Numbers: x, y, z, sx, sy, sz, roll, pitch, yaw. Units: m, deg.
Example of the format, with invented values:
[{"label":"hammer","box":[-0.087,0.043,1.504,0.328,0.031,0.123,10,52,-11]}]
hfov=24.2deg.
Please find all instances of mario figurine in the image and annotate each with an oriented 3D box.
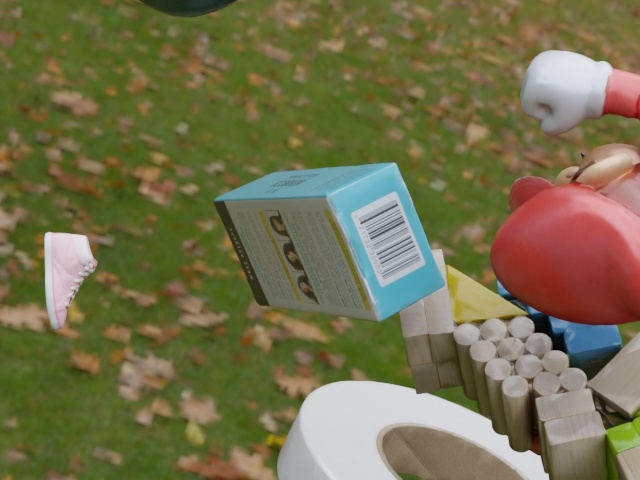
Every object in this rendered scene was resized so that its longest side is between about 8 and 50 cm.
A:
[{"label":"mario figurine","box":[0.251,-0.067,1.064,0.198,0.321,0.170,55,-6,11]}]

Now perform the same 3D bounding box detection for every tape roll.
[{"label":"tape roll","box":[0.140,0.285,1.616,0.392,0.072,0.392,23,18,-8]}]

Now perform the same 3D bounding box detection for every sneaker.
[{"label":"sneaker","box":[-0.337,0.054,2.026,0.070,0.134,0.051,-2,-9,-5]}]

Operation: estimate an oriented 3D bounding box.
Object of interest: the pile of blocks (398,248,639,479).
[{"label":"pile of blocks","box":[0.201,0.125,1.145,0.149,0.112,0.362,-39,55,-18]}]

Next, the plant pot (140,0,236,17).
[{"label":"plant pot","box":[-0.203,-0.344,0.980,0.334,0.341,0.341,6,27,-40]}]

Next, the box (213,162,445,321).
[{"label":"box","box":[0.000,0.000,1.148,0.060,0.100,0.244,-27,11,-20]}]
